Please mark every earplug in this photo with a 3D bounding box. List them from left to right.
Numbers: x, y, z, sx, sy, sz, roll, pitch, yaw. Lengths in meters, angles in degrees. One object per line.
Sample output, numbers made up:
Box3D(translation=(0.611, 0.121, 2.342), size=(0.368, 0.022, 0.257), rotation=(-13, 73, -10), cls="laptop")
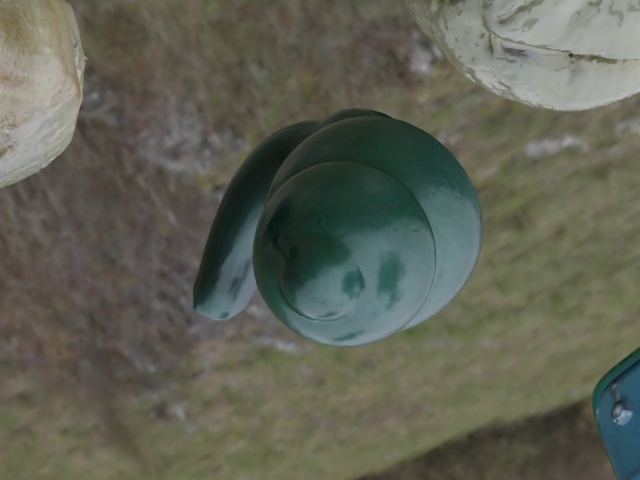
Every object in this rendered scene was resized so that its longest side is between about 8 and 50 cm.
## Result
Box3D(translation=(-0.006, -0.005, 1.239), size=(0.257, 0.164, 0.280), rotation=(-7, -166, 13), cls="earplug")

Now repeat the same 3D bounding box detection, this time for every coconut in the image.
Box3D(translation=(-0.263, -0.117, 1.226), size=(0.194, 0.194, 0.194), rotation=(-27, 163, -9), cls="coconut")

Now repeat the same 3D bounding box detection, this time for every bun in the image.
Box3D(translation=(0.260, -0.312, 1.724), size=(0.365, 0.365, 0.219), rotation=(-30, -176, 1), cls="bun")

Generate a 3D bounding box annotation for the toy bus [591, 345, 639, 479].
Box3D(translation=(0.297, 0.181, 0.937), size=(0.199, 0.343, 0.183), rotation=(-4, 152, -32), cls="toy bus")
